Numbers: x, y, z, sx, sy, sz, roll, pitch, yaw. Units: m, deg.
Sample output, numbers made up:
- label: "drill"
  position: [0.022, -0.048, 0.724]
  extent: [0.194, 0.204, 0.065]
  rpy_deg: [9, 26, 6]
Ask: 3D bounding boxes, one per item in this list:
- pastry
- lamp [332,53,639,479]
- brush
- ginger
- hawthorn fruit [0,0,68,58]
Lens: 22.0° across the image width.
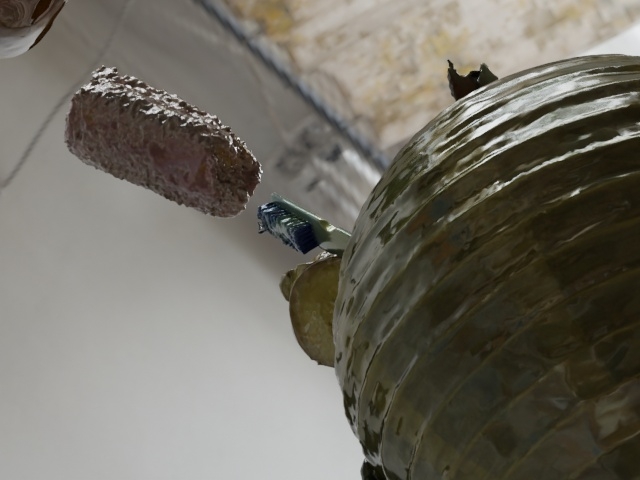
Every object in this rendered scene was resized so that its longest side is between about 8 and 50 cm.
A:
- label: "pastry"
  position: [-0.185, -0.110, 1.735]
  extent: [0.112, 0.265, 0.103]
  rpy_deg: [7, -73, -53]
- label: "lamp"
  position: [0.116, 0.022, 0.739]
  extent: [0.250, 0.250, 0.284]
  rpy_deg: [16, -143, -38]
- label: "brush"
  position: [0.001, 0.000, 1.265]
  extent: [0.030, 0.178, 0.033]
  rpy_deg: [-22, -64, -23]
- label: "ginger"
  position: [0.072, 0.045, 1.389]
  extent: [0.270, 0.218, 0.123]
  rpy_deg: [-69, -21, -80]
- label: "hawthorn fruit"
  position: [-0.249, -0.215, 1.095]
  extent: [0.208, 0.248, 0.208]
  rpy_deg: [2, -110, -5]
